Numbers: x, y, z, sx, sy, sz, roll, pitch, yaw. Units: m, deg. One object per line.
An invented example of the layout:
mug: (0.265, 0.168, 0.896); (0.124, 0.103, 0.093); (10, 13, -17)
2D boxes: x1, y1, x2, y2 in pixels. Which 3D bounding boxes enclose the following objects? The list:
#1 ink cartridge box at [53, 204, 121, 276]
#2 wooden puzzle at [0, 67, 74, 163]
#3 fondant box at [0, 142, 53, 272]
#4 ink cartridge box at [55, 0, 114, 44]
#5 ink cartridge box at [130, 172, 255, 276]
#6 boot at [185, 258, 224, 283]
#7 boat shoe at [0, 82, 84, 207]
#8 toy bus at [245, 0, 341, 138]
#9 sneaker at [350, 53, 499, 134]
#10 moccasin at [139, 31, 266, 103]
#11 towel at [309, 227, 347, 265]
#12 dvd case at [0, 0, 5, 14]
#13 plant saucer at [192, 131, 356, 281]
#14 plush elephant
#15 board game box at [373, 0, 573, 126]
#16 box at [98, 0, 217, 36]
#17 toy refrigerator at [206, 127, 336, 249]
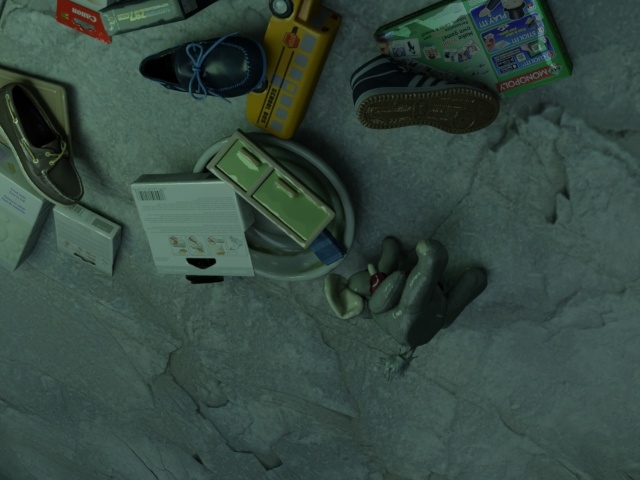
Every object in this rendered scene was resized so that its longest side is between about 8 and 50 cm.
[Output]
ink cartridge box: (-0.631, -0.007, 2.240); (0.181, 0.056, 0.224); (27, 150, 2)
wooden puzzle: (-0.710, -0.312, 2.036); (0.239, 0.044, 0.220); (20, 131, 14)
fondant box: (-0.868, -0.095, 2.232); (0.238, 0.096, 0.330); (35, 130, -5)
ink cartridge box: (-0.520, -0.523, 1.786); (0.145, 0.045, 0.179); (24, 129, 5)
ink cartridge box: (-0.281, -0.036, 1.894); (0.275, 0.060, 0.238); (0, 119, 24)
boot: (-0.296, 0.017, 2.068); (0.085, 0.236, 0.178); (-6, 83, 0)
boat shoe: (-0.667, -0.225, 1.973); (0.097, 0.116, 0.324); (-18, 109, 41)
toy bus: (-0.057, -0.374, 1.654); (0.130, 0.108, 0.332); (27, 132, 2)
sneaker: (0.192, -0.283, 1.576); (0.282, 0.153, 0.099); (-1, 128, -13)
moccasin: (-0.247, -0.339, 1.675); (0.342, 0.117, 0.137); (2, 101, 48)
towel: (0.000, 0.000, 1.838); (0.067, 0.029, 0.119); (-28, 112, 36)
dvd case: (-0.811, -0.573, 1.888); (0.180, 0.022, 0.253); (36, 131, -6)
plant saucer: (-0.099, -0.089, 1.897); (0.401, 0.100, 0.400); (12, 130, 15)
plush elephant: (0.168, 0.116, 1.867); (0.255, 0.272, 0.330); (39, 104, 40)
board game box: (0.285, -0.359, 1.558); (0.317, 0.046, 0.213); (-15, 119, 32)
box: (-0.289, -0.469, 1.599); (0.184, 0.232, 0.059); (-4, 117, 26)
toy refrigerator: (-0.102, -0.109, 1.729); (0.269, 0.094, 0.102); (40, 97, -9)
